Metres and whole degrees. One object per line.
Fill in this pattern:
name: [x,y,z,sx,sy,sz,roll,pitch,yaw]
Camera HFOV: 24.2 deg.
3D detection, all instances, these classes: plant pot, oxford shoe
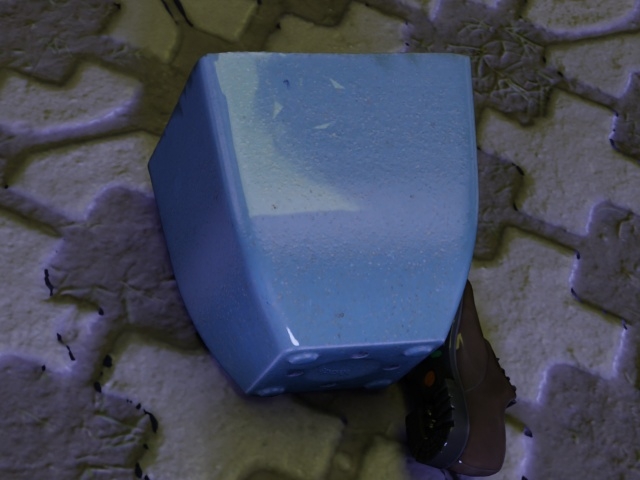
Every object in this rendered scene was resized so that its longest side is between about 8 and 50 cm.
plant pot: [0.000,0.000,1.325,0.247,0.247,0.252,-2,70,-19]
oxford shoe: [0.130,0.123,1.373,0.096,0.083,0.227,23,46,-24]
